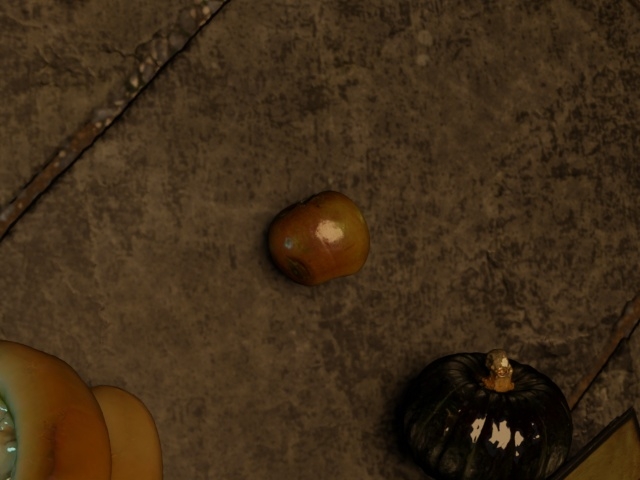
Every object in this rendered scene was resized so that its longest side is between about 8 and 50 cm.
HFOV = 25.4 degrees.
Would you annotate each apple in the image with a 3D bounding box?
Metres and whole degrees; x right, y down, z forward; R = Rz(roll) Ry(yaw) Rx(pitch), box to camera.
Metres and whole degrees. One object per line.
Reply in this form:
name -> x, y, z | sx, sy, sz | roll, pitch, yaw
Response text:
apple -> 0.000, 0.000, 1.603 | 0.114, 0.099, 0.102 | -29, 95, -27

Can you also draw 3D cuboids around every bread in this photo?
bread -> -0.330, 0.314, 1.371 | 0.245, 0.328, 0.424 | 43, 60, -56

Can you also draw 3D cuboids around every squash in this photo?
squash -> 0.188, 0.206, 1.603 | 0.193, 0.156, 0.193 | 26, 33, -19

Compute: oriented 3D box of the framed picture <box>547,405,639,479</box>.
framed picture -> 0.315, 0.392, 1.636 | 0.255, 0.014, 0.339 | -36, 122, -24
